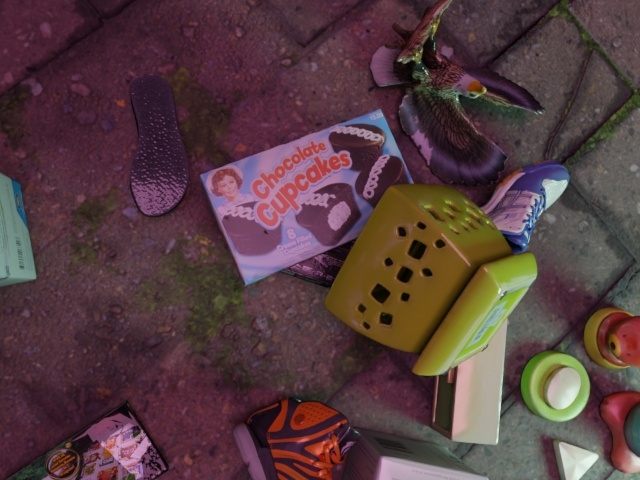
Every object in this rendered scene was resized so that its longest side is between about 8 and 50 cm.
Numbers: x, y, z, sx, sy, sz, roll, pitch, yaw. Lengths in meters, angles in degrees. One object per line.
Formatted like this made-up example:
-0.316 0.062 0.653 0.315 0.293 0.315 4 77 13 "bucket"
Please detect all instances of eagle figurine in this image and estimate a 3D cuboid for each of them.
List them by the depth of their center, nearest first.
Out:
0.246 -0.268 1.043 0.226 0.225 0.298 -29 127 27 "eagle figurine"

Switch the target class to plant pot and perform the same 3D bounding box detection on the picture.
0.180 0.063 0.874 0.207 0.227 0.228 41 117 27 "plant pot"

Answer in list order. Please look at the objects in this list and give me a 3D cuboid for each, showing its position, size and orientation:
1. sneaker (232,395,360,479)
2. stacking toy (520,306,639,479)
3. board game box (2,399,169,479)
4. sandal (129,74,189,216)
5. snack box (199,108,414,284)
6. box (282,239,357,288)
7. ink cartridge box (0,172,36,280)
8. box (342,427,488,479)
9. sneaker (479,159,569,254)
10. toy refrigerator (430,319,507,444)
0.002 0.373 0.882 0.180 0.124 0.321 -28 55 -11 "sneaker"
0.542 0.300 1.043 0.279 0.130 0.309 -21 88 -12 "stacking toy"
-0.392 0.388 0.920 0.260 0.030 0.136 -32 93 -12 "board game box"
-0.279 -0.159 0.989 0.097 0.054 0.254 0 75 -17 "sandal"
-0.012 -0.073 0.937 0.322 0.060 0.187 -23 87 -13 "snack box"
0.000 0.000 1.002 0.180 0.077 0.147 19 81 -8 "box"
-0.546 -0.013 0.828 0.168 0.233 0.171 -10 86 -11 "ink cartridge box"
0.145 0.401 0.935 0.182 0.181 0.119 15 84 -8 "box"
0.346 -0.028 1.027 0.296 0.131 0.112 -35 129 -5 "sneaker"
0.260 0.210 1.016 0.094 0.102 0.269 8 84 -9 "toy refrigerator"
